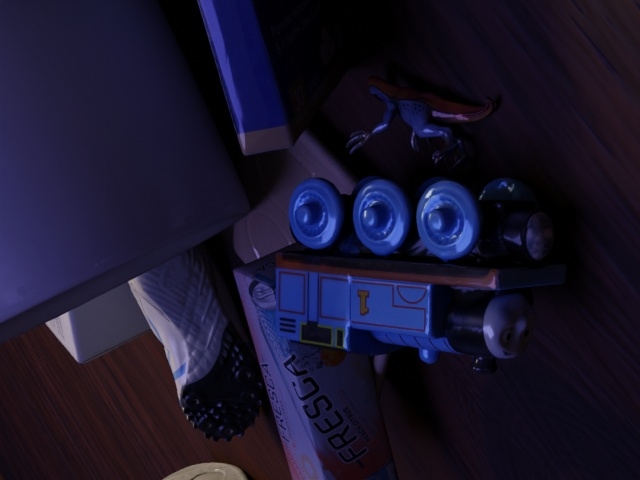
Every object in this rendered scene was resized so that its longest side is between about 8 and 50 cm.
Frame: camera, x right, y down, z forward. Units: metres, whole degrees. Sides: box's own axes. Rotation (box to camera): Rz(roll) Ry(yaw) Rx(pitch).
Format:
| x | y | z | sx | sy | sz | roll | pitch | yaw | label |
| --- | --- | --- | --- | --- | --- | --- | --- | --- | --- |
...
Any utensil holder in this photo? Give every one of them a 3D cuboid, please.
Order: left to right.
| x | y | z | sx | sy | sz | roll | pitch | yaw | label |
| --- | --- | --- | --- | --- | --- | --- | --- | --- | --- |
| -0.266 | -0.126 | 0.863 | 0.385 | 0.327 | 0.327 | 63 | 154 | -1 | utensil holder |

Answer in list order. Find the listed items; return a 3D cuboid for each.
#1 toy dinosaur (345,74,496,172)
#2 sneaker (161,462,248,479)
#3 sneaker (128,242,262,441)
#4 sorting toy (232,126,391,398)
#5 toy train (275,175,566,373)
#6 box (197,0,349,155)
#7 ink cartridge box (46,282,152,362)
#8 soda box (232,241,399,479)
| x | y | z | sx | sy | sz | roll | pitch | yaw | label |
| --- | --- | --- | --- | --- | --- | --- | --- | --- | --- |
| 0.059 | -0.076 | 0.697 | 0.090 | 0.047 | 0.082 | -46 | 60 | 28 | toy dinosaur |
| -0.081 | 0.329 | 1.231 | 0.256 | 0.094 | 0.151 | 18 | 124 | 52 | sneaker |
| -0.112 | 0.077 | 1.094 | 0.086 | 0.085 | 0.237 | -111 | 3 | -65 | sneaker |
| 0.000 | 0.000 | 0.861 | 0.208 | 0.038 | 0.193 | 52 | 152 | 30 | sorting toy |
| 0.052 | 0.016 | 0.684 | 0.184 | 0.080 | 0.105 | 4 | 97 | 44 | toy train |
| -0.040 | -0.176 | 0.664 | 0.036 | 0.136 | 0.225 | -9 | 113 | 20 | box |
| -0.271 | -0.053 | 1.193 | 0.289 | 0.121 | 0.211 | 40 | 145 | 38 | ink cartridge box |
| -0.001 | 0.097 | 0.831 | 0.063 | 0.058 | 0.183 | 20 | 130 | 59 | soda box |
